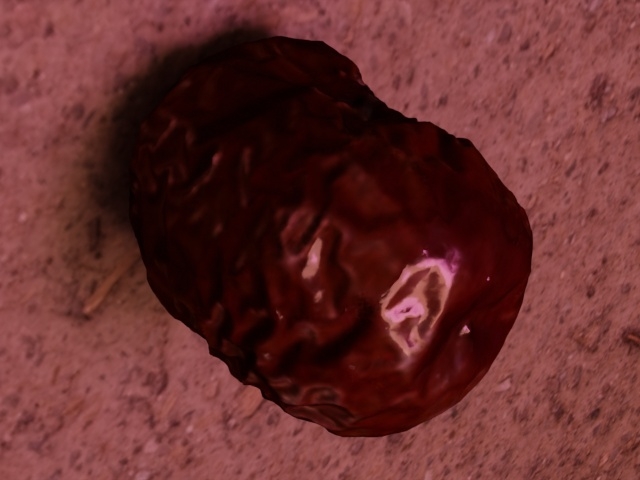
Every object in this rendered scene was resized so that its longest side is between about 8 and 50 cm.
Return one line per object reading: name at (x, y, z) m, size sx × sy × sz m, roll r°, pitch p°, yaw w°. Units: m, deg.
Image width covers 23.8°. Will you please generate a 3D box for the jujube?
jujube at (0.000, 0.000, 0.898) m, size 0.213 × 0.232 × 0.213 m, roll -35°, pitch 144°, yaw -30°
